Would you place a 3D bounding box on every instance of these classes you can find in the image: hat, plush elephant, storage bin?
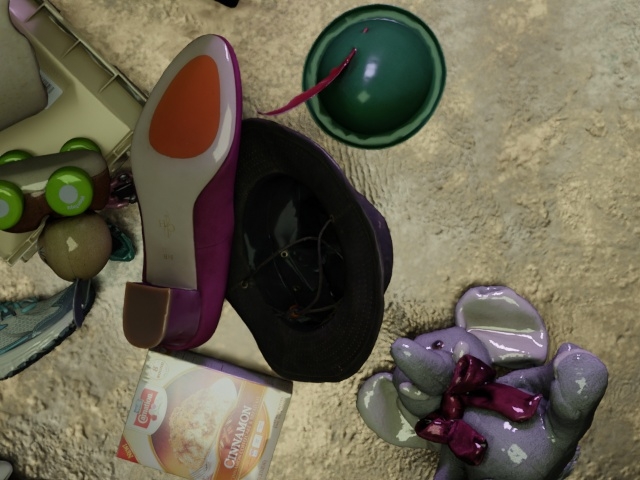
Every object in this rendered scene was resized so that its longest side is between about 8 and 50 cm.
[{"bbox_3d":[0.000,0.000,1.813,0.134,0.331,0.331,-19,97,-38],"label":"hat"},{"bbox_3d":[0.179,0.192,1.801,0.255,0.330,0.272,40,93,19],"label":"plush elephant"},{"bbox_3d":[0.058,-0.183,1.784,0.173,0.183,0.208,38,94,-3],"label":"hat"},{"bbox_3d":[-0.368,-0.150,1.816,0.262,0.123,0.260,45,93,-4],"label":"storage bin"}]

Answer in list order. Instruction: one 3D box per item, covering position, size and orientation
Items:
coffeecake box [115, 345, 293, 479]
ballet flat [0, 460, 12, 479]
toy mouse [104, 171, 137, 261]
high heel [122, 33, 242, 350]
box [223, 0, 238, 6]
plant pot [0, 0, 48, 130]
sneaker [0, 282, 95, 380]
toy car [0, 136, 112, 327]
[{"bbox_3d":[-0.143,0.222,1.882,0.185,0.068,0.142,17,96,-2],"label":"coffeecake box"},{"bbox_3d":[-0.389,0.324,1.895,0.241,0.091,0.077,38,64,-8],"label":"ballet flat"},{"bbox_3d":[-0.243,-0.032,1.852,0.143,0.031,0.161,-6,119,-15],"label":"toy mouse"},{"bbox_3d":[-0.147,-0.054,1.806,0.127,0.181,0.377,18,97,17],"label":"high heel"},{"bbox_3d":[-0.141,-0.435,1.652,0.212,0.395,0.293,23,96,-2],"label":"box"},{"bbox_3d":[-0.467,-0.194,1.611,0.305,0.334,0.334,-21,96,-9],"label":"plant pot"},{"bbox_3d":[-0.408,0.116,1.851,0.283,0.110,0.122,-33,92,3],"label":"sneaker"},{"bbox_3d":[-0.295,-0.001,1.705,0.149,0.155,0.188,-11,108,1],"label":"toy car"}]
